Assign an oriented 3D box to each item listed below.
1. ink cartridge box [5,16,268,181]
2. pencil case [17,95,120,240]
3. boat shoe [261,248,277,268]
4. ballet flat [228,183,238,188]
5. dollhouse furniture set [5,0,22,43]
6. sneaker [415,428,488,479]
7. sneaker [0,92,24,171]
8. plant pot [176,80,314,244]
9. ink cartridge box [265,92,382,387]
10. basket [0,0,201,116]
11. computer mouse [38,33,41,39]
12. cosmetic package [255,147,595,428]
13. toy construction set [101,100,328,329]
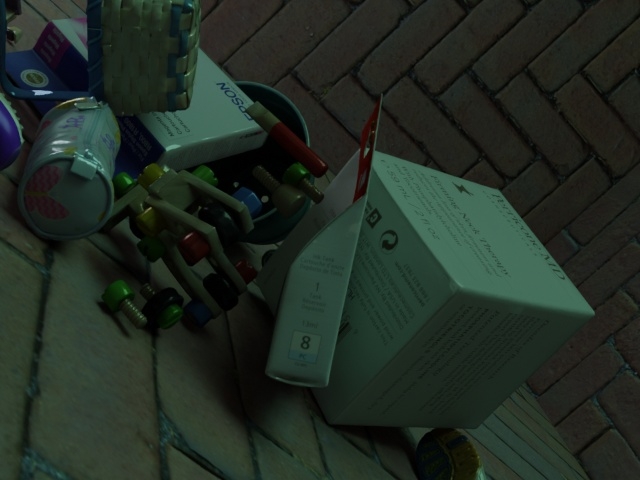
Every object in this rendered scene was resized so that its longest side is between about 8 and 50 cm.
[{"bbox_3d":[-0.296,-0.245,1.545,0.324,0.071,0.330,46,40,19],"label":"ink cartridge box"},{"bbox_3d":[-0.319,-0.099,1.240,0.113,0.124,0.273,43,12,-23],"label":"pencil case"},{"bbox_3d":[-0.042,0.099,1.764,0.206,0.075,0.065,53,8,8],"label":"boat shoe"},{"bbox_3d":[-0.194,-0.088,1.920,0.213,0.072,0.068,43,38,-16],"label":"ballet flat"},{"bbox_3d":[-0.571,-0.377,1.593,0.114,0.091,0.081,27,49,11],"label":"dollhouse furniture set"},{"bbox_3d":[0.258,0.453,1.635,0.296,0.112,0.131,58,-7,50],"label":"sneaker"},{"bbox_3d":[-0.463,-0.170,1.022,0.293,0.102,0.146,41,15,-6],"label":"sneaker"},{"bbox_3d":[-0.129,-0.115,1.751,0.272,0.271,0.255,51,-2,20],"label":"plant pot"},{"bbox_3d":[0.000,0.000,1.345,0.091,0.385,0.308,11,-3,-2],"label":"ink cartridge box"},{"bbox_3d":[-0.320,-0.301,1.376,0.289,0.255,0.201,4,42,-11],"label":"basket"},{"bbox_3d":[-0.411,-0.308,1.839,0.184,0.060,0.262,53,12,32],"label":"computer mouse"},{"bbox_3d":[0.173,0.095,1.629,0.393,0.327,0.329,12,37,-44],"label":"cosmetic package"},{"bbox_3d":[-0.170,-0.059,1.269,0.237,0.309,0.257,45,2,17],"label":"toy construction set"}]
